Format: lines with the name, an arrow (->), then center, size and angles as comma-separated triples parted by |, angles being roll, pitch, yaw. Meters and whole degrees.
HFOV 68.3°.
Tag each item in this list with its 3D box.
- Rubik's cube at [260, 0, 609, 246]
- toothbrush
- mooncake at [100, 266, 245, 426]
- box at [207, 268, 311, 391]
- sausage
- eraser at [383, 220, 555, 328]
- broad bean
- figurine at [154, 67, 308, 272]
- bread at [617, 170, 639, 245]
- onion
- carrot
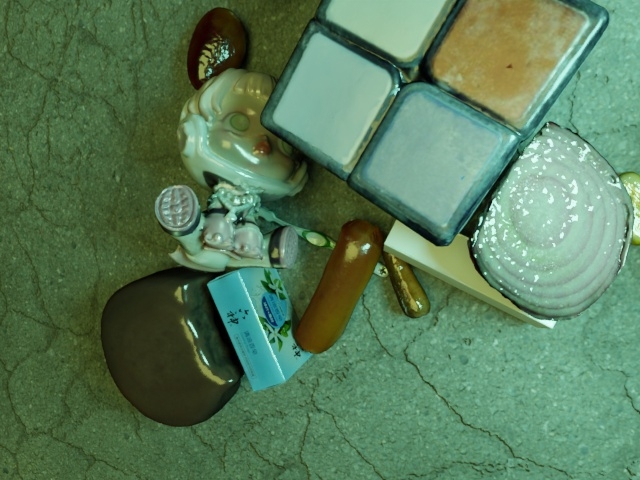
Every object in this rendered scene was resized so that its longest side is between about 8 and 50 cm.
Rubik's cube -> 0.157, -0.214, 0.695 | 0.316, 0.318, 0.313 | 35, 107, 11
toothbrush -> -0.001, 0.001, 0.939 | 0.304, 0.030, 0.030 | 27, 107, 14
mooncake -> -0.298, 0.207, 1.007 | 0.326, 0.174, 0.334 | 39, 106, 8
box -> -0.116, 0.161, 0.947 | 0.083, 0.142, 0.232 | -25, 89, 21
sausage -> 0.033, 0.097, 0.902 | 0.089, 0.083, 0.300 | 28, 115, 13
eraser -> 0.257, 0.046, 0.806 | 0.298, 0.078, 0.076 | 27, 84, 11
broad bean -> -0.207, -0.373, 0.932 | 0.114, 0.084, 0.165 | 30, 102, -4
figurine -> -0.156, -0.129, 0.831 | 0.211, 0.253, 0.361 | -3, 70, 41
bread -> 0.486, -0.049, 0.736 | 0.082, 0.056, 0.115 | -45, 77, 17
onion -> 0.336, -0.016, 0.720 | 0.247, 0.111, 0.250 | 36, 86, -14
carrot -> 0.153, 0.068, 0.882 | 0.055, 0.055, 0.161 | -28, 83, 22
